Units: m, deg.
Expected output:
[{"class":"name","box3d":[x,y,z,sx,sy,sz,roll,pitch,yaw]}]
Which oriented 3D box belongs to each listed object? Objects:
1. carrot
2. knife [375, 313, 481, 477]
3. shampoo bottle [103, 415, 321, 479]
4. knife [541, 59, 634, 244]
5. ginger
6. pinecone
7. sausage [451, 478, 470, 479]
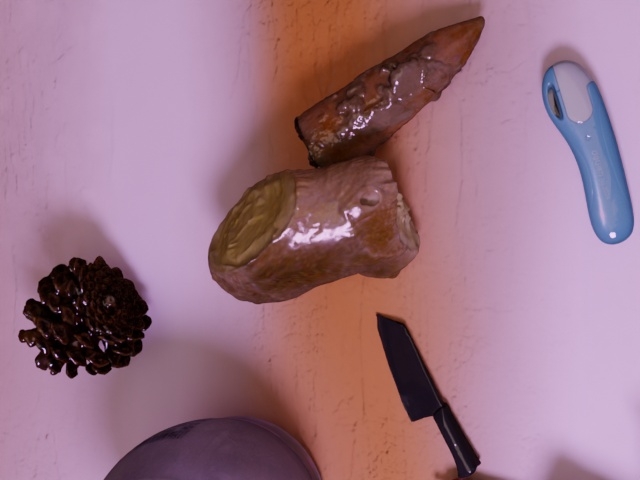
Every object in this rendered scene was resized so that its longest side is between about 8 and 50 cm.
[{"class":"carrot","box3d":[0.090,-0.183,1.100,0.263,0.102,0.102,-36,84,13]},{"class":"knife","box3d":[0.126,0.195,1.157,0.060,0.028,0.230,-30,84,31]},{"class":"shampoo bottle","box3d":[-0.134,0.357,1.127,0.272,0.266,0.273,1,94,19]},{"class":"knife","box3d":[0.312,-0.102,1.060,0.064,0.031,0.222,-18,93,15]},{"class":"ginger","box3d":[0.000,0.000,1.106,0.275,0.221,0.130,-37,48,43]},{"class":"pinecone","box3d":[-0.325,0.112,1.227,0.165,0.163,0.163,-29,86,30]},{"class":"sausage","box3d":[0.212,0.327,1.131,0.145,0.048,0.050,11,137,17]}]
